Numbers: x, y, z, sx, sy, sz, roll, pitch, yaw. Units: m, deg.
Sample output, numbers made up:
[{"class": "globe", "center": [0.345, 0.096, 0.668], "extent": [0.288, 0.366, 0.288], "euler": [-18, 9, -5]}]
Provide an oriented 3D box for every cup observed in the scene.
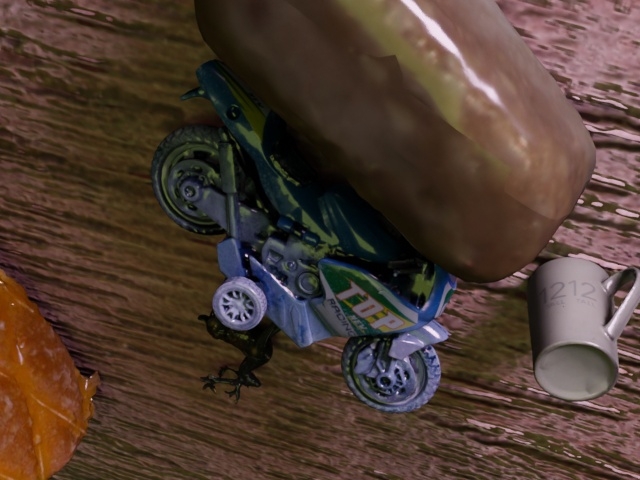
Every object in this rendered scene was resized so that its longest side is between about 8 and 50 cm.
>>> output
[{"class": "cup", "center": [0.167, 0.053, 0.441], "extent": [0.075, 0.083, 0.054], "euler": [-10, 119, 21]}]

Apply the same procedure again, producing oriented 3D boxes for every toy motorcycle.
[{"class": "toy motorcycle", "center": [0.000, 0.000, 0.456], "extent": [0.254, 0.092, 0.135], "euler": [43, 116, -2]}]

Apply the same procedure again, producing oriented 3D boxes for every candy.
[{"class": "candy", "center": [0.043, -0.088, 0.372], "extent": [0.234, 0.104, 0.102], "euler": [42, 130, -12]}]

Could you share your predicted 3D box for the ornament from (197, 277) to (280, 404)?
[{"class": "ornament", "center": [-0.069, 0.083, 0.571], "extent": [0.073, 0.028, 0.125], "euler": [31, 125, -6]}]

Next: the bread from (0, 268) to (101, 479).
[{"class": "bread", "center": [-0.366, 0.137, 0.545], "extent": [0.207, 0.279, 0.279], "euler": [-11, 120, 24]}]
